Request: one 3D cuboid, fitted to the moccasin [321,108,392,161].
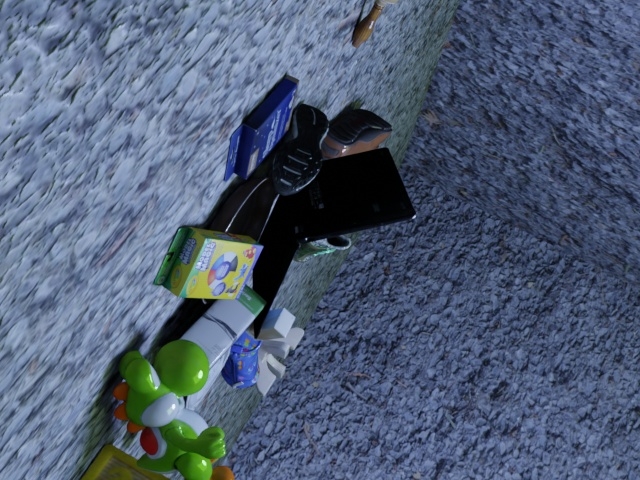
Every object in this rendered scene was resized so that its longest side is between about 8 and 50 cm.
[{"bbox_3d":[0.096,-0.279,2.362,0.147,0.139,0.380,-62,171,32],"label":"moccasin"}]

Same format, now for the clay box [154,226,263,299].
[{"bbox_3d":[-0.213,0.047,1.575,0.222,0.053,0.127,8,111,-61],"label":"clay box"}]

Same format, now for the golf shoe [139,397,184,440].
[{"bbox_3d":[-0.358,0.363,1.819,0.306,0.115,0.140,101,-8,-52],"label":"golf shoe"}]

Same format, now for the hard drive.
[{"bbox_3d":[-0.292,0.286,2.045,0.237,0.064,0.339,-56,169,-42],"label":"hard drive"}]

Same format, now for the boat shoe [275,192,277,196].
[{"bbox_3d":[-0.101,-0.146,1.938,0.153,0.048,0.056,-51,180,-26],"label":"boat shoe"}]

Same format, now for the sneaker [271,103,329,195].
[{"bbox_3d":[-0.049,-0.185,1.814,0.108,0.100,0.272,-58,-170,44],"label":"sneaker"}]

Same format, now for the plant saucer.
[{"bbox_3d":[-0.191,-0.008,1.771,0.311,0.050,0.310,-61,171,-16],"label":"plant saucer"}]

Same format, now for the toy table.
[{"bbox_3d":[-0.178,0.350,2.617,0.274,0.160,0.252,-59,171,-17],"label":"toy table"}]

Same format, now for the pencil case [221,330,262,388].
[{"bbox_3d":[-0.230,0.328,2.352,0.306,0.119,0.133,101,2,-59],"label":"pencil case"}]

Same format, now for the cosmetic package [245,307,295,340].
[{"bbox_3d":[-0.117,0.195,1.894,0.115,0.041,0.060,-16,-141,47],"label":"cosmetic package"}]

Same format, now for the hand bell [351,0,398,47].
[{"bbox_3d":[0.135,-0.558,1.959,0.242,0.126,0.126,-52,-179,44],"label":"hand bell"}]

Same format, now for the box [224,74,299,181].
[{"bbox_3d":[-0.115,-0.216,1.627,0.225,0.036,0.136,-54,168,-40],"label":"box"}]

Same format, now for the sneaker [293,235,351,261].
[{"bbox_3d":[0.000,0.000,2.513,0.158,0.182,0.410,-61,172,-15],"label":"sneaker"}]

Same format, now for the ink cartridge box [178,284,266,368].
[{"bbox_3d":[-0.237,0.209,1.798,0.219,0.092,0.160,-47,178,-41],"label":"ink cartridge box"}]

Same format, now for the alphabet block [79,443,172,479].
[{"bbox_3d":[-0.421,0.580,1.727,0.192,0.193,0.197,-59,171,-32],"label":"alphabet block"}]

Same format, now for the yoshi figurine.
[{"bbox_3d":[-0.260,0.338,1.620,0.203,0.203,0.362,-63,142,-45],"label":"yoshi figurine"}]

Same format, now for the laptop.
[{"bbox_3d":[0.009,-0.008,1.941,0.382,0.407,0.236,-101,178,-61],"label":"laptop"}]
